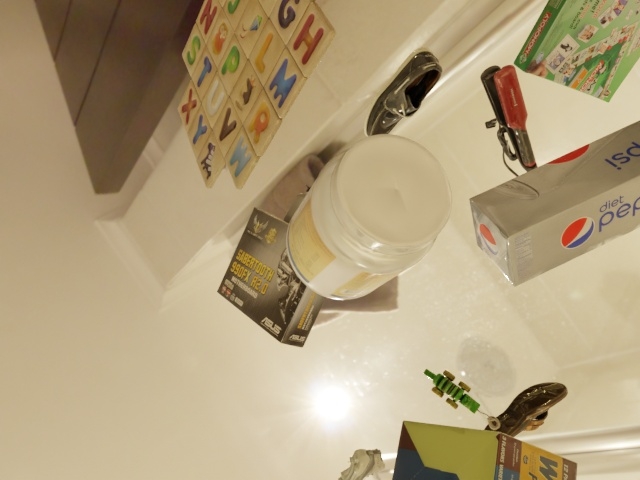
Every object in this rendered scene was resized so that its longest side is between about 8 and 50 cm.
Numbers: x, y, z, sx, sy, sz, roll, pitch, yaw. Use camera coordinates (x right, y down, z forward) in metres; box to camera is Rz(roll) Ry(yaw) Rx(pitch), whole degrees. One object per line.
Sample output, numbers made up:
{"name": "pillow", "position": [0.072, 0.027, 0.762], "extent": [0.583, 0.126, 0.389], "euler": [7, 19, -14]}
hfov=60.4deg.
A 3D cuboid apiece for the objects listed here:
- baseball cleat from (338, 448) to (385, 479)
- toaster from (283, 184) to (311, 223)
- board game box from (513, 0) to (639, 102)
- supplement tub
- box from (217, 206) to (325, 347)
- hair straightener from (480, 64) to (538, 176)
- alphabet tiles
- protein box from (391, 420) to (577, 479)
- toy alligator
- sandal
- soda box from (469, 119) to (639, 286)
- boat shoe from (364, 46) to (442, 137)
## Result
{"name": "baseball cleat", "position": [0.114, 0.628, 1.478], "extent": [0.110, 0.205, 0.072], "euler": [2, -136, -18]}
{"name": "toaster", "position": [0.000, 0.000, 1.103], "extent": [0.186, 0.168, 0.110], "euler": [29, -172, 13]}
{"name": "board game box", "position": [0.499, -0.409, 0.927], "extent": [0.214, 0.317, 0.046], "euler": [10, -146, -24]}
{"name": "supplement tub", "position": [0.048, -0.020, 0.628], "extent": [0.144, 0.199, 0.144], "euler": [5, -109, -15]}
{"name": "box", "position": [-0.078, 0.059, 0.987], "extent": [0.056, 0.231, 0.183], "euler": [21, -86, -42]}
{"name": "hair straightener", "position": [0.328, -0.194, 0.944], "extent": [0.047, 0.089, 0.230], "euler": [-36, -65, -4]}
{"name": "alphabet tiles", "position": [-0.096, -0.242, 0.683], "extent": [0.011, 0.342, 0.285], "euler": [4, -132, -38]}
{"name": "protein box", "position": [0.256, 0.386, 0.872], "extent": [0.201, 0.200, 0.135], "euler": [28, -115, -29]}
{"name": "toy alligator", "position": [0.298, 0.332, 1.168], "extent": [0.190, 0.051, 0.056], "euler": [35, -98, 25]}
{"name": "sandal", "position": [0.458, 0.395, 1.221], "extent": [0.219, 0.090, 0.060], "euler": [-42, -78, -3]}
{"name": "soda box", "position": [0.346, -0.057, 0.712], "extent": [0.098, 0.286, 0.091], "euler": [-117, 3, -51]}
{"name": "boat shoe", "position": [0.175, -0.302, 1.198], "extent": [0.084, 0.233, 0.079], "euler": [6, -135, -39]}
